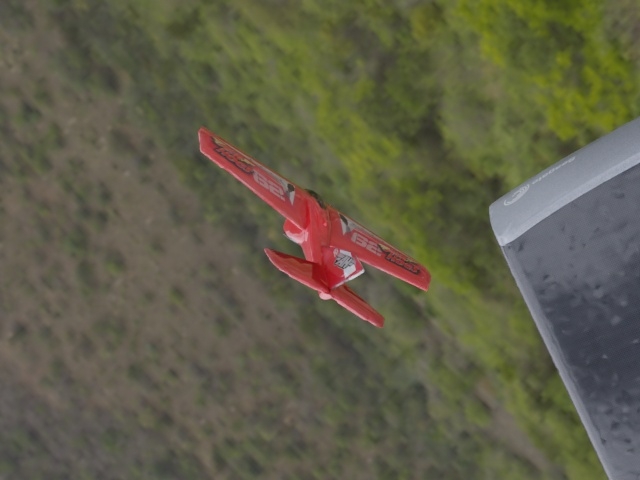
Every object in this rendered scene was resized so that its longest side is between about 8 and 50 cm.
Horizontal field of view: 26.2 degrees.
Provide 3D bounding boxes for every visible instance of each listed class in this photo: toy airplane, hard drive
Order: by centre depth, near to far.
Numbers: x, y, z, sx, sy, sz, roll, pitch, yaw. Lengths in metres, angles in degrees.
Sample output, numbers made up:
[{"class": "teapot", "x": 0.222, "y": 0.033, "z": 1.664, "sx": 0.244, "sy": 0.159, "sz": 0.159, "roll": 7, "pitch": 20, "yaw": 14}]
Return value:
[{"class": "hard drive", "x": 0.207, "y": 0.007, "z": 0.562, "sx": 0.172, "sy": 0.255, "sz": 0.054, "roll": 66, "pitch": -156, "yaw": 1}, {"class": "toy airplane", "x": 0.000, "y": 0.000, "z": 0.686, "sx": 0.151, "sy": 0.028, "sz": 0.151, "roll": 34, "pitch": -170, "yaw": -7}]
